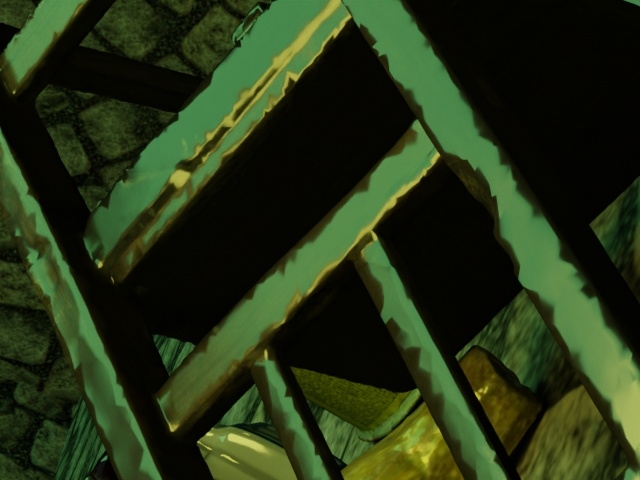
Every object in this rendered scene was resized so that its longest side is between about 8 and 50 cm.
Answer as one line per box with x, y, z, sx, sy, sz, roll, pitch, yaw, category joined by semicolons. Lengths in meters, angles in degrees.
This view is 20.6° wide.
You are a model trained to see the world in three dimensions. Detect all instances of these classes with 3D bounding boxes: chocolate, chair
0.018;0.143;0.766;0.219;0.085;0.085;-53;11;8;chocolate
0.035;-0.018;0.644;0.203;0.240;0.416;-46;56;25;chair

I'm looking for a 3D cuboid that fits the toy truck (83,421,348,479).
-0.051;0.198;0.919;0.213;0.161;0.177;-65;-14;8;toy truck

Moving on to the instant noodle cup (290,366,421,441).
0.000;0.000;1.008;0.205;0.153;0.205;-158;90;-80;instant noodle cup
